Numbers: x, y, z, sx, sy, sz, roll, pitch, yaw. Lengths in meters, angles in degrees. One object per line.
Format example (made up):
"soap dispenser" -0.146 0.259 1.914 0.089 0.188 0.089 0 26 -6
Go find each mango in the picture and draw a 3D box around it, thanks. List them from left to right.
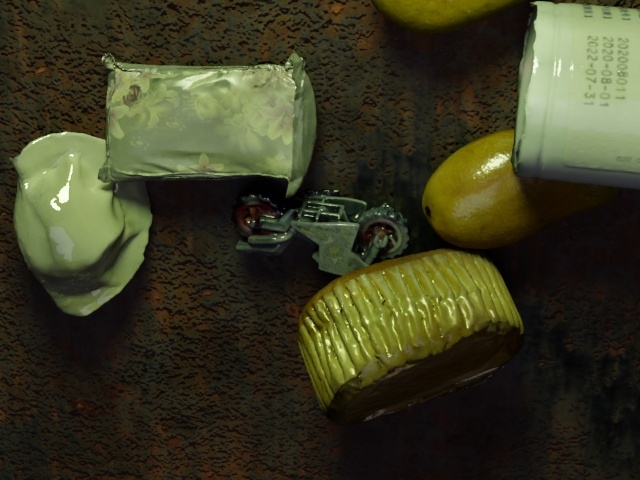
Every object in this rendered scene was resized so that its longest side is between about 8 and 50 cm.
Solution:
"mango" 0.143 -0.285 1.677 0.195 0.098 0.137 -1 122 -1
"mango" 0.227 -0.062 1.817 0.227 0.099 0.136 -12 118 6

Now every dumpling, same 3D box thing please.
"dumpling" -0.280 -0.021 1.903 0.166 0.126 0.215 -17 92 -14

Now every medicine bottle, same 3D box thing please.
"medicine bottle" 0.376 -0.144 1.682 0.332 0.190 0.190 6 125 4

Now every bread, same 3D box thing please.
"bread" 0.104 0.109 1.866 0.253 0.142 0.227 -19 152 -14

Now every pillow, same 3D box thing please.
"pillow" -0.129 -0.139 1.830 0.255 0.059 0.169 2 108 7

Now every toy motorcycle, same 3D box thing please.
"toy motorcycle" 0.000 0.000 1.903 0.215 0.080 0.122 8 123 8
